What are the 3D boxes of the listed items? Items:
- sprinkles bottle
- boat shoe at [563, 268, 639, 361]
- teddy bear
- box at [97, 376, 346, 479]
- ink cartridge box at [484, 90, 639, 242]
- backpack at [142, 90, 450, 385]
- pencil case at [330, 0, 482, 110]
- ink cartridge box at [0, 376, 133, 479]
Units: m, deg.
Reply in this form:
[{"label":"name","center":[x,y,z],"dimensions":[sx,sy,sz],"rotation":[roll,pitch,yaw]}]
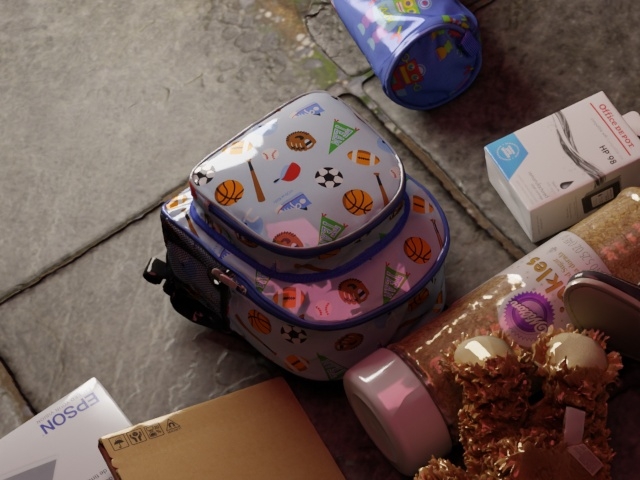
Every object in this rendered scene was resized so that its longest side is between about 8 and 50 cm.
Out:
[{"label":"sprinkles bottle","center":[0.196,0.085,1.904],"dimensions":[0.355,0.121,0.121],"rotation":[-33,55,-13]},{"label":"boat shoe","center":[0.307,0.071,1.861],"dimensions":[0.075,0.206,0.065],"rotation":[-29,41,43]},{"label":"teddy bear","center":[0.203,0.232,1.767],"dimensions":[0.245,0.113,0.338],"rotation":[-15,72,-26]},{"label":"box","center":[-0.090,0.224,1.887],"dimensions":[0.201,0.021,0.164],"rotation":[-17,53,-23]},{"label":"ink cartridge box","center":[0.275,-0.085,2.051],"dimensions":[0.180,0.060,0.104],"rotation":[-26,53,-8]},{"label":"backpack","center":[0.000,0.000,1.964],"dimensions":[0.276,0.213,0.263],"rotation":[-38,67,-20]},{"label":"pencil case","center":[0.077,-0.288,2.201],"dimensions":[0.133,0.119,0.306],"rotation":[-36,53,13]},{"label":"ink cartridge box","center":[-0.251,0.271,1.904],"dimensions":[0.223,0.045,0.224],"rotation":[-34,55,-14]}]
